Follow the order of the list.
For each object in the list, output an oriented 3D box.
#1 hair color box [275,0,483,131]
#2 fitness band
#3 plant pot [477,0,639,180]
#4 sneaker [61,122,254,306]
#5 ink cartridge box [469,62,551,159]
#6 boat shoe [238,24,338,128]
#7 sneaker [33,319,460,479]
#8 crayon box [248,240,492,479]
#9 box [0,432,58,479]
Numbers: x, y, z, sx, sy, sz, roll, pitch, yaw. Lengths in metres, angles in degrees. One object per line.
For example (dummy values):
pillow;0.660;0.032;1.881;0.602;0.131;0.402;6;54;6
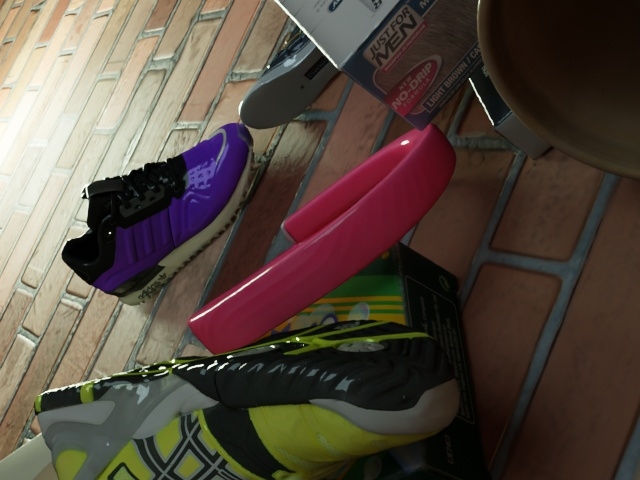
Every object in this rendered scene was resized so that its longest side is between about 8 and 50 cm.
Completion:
hair color box;0.047;-0.257;0.859;0.174;0.105;0.347;-49;35;13
fitness band;0.000;0.000;0.832;0.291;0.054;0.209;-36;7;32
plant pot;0.229;-0.153;0.598;0.237;0.237;0.109;-17;37;46
sneaker;-0.207;-0.042;1.142;0.293;0.146;0.102;-46;36;21
ink cartridge box;0.254;-0.231;0.761;0.333;0.065;0.165;-42;37;23
boat shoe;-0.025;-0.210;1.112;0.183;0.065;0.083;-38;38;19
sneaker;-0.055;0.151;0.698;0.385;0.145;0.147;-17;85;41
crayon box;-0.020;0.167;0.800;0.323;0.083;0.203;-36;40;32
box;-0.309;0.319;0.915;0.311;0.148;0.121;-35;37;-1
